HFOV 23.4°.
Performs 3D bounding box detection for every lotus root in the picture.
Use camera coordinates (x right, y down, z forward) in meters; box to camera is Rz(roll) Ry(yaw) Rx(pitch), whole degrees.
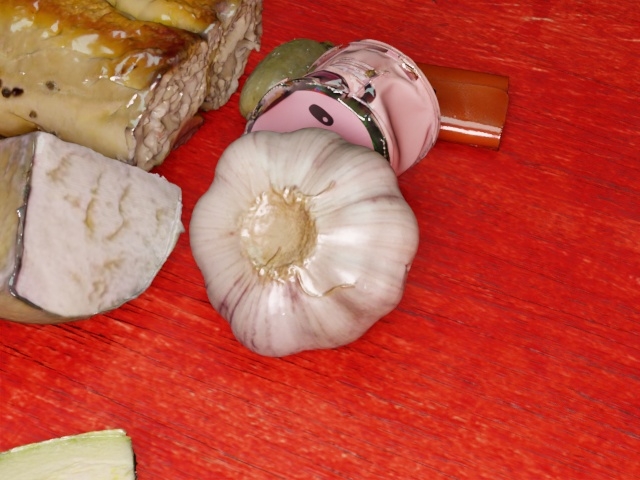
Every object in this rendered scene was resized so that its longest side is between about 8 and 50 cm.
[{"bbox_3d":[-0.035,-0.202,1.921,0.090,0.077,0.183,24,46,19],"label":"lotus root"}]

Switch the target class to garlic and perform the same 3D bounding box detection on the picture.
[{"bbox_3d":[0.000,0.000,1.642,0.245,0.245,0.253,26,6,21],"label":"garlic"}]

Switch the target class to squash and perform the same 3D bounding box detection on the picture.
[{"bbox_3d":[-0.246,0.258,1.361,0.184,0.085,0.192,-7,26,-7],"label":"squash"}]

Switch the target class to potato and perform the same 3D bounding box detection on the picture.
[{"bbox_3d":[-0.312,0.008,1.640,0.264,0.211,0.189,-4,72,41],"label":"potato"}]

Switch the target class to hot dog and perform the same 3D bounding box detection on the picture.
[{"bbox_3d":[-0.293,-0.233,1.846,0.365,0.196,0.367,22,38,14],"label":"hot dog"}]

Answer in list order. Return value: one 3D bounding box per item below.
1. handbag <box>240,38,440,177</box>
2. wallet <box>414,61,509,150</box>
[{"bbox_3d":[0.025,-0.126,1.758,0.179,0.205,0.116,47,47,-4],"label":"handbag"},{"bbox_3d":[0.133,-0.179,1.941,0.204,0.045,0.142,10,41,5],"label":"wallet"}]
